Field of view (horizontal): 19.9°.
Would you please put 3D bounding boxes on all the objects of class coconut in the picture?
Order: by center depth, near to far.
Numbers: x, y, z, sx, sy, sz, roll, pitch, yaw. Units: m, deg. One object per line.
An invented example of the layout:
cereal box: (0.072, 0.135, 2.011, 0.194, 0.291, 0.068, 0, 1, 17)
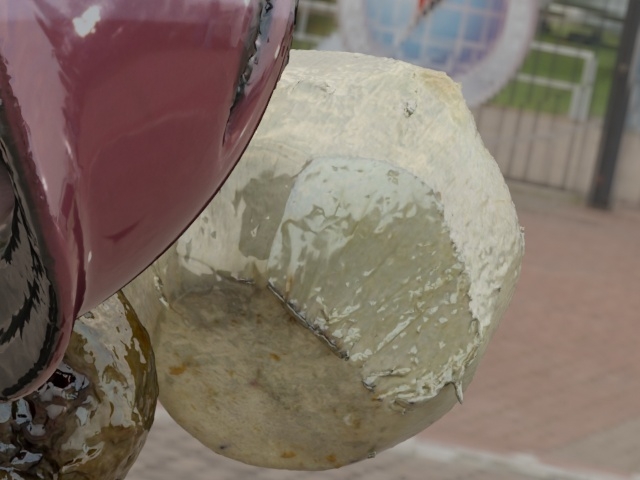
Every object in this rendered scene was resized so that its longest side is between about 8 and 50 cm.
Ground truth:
coconut: (0.000, 0.000, 1.585, 0.346, 0.346, 0.360, 12, 42, 9)

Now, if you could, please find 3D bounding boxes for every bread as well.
bread: (-0.222, 0.104, 1.288, 0.230, 0.230, 0.123, 8, -5, -12)

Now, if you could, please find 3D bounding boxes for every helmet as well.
helmet: (-0.079, -0.098, 0.532, 0.154, 0.253, 0.198, -24, -11, -28)
